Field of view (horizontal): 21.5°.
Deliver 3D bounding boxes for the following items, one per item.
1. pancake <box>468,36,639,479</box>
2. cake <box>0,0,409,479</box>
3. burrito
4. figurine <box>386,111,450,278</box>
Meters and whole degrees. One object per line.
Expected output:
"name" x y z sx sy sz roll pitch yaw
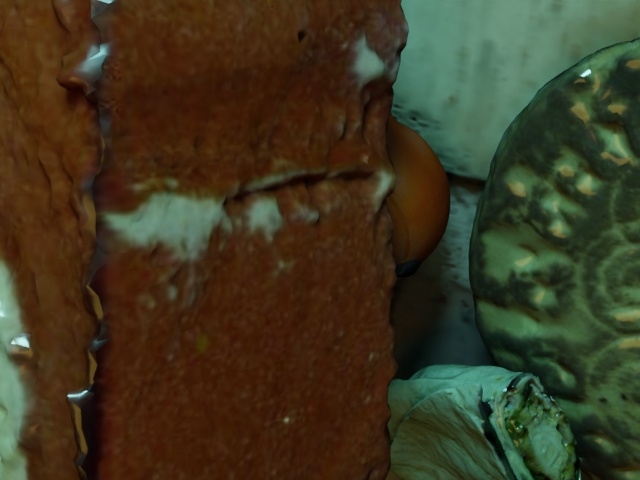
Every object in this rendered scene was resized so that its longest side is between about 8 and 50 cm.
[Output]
"pancake" 0.197 0.032 0.640 0.288 0.033 0.286 -1 124 23
"cake" -0.081 -0.004 0.601 0.177 0.151 0.283 12 109 45
"burrito" 0.057 0.079 0.710 0.074 0.044 0.118 55 157 -20
"figurine" 0.000 0.000 0.678 0.075 0.068 0.140 36 125 -2
